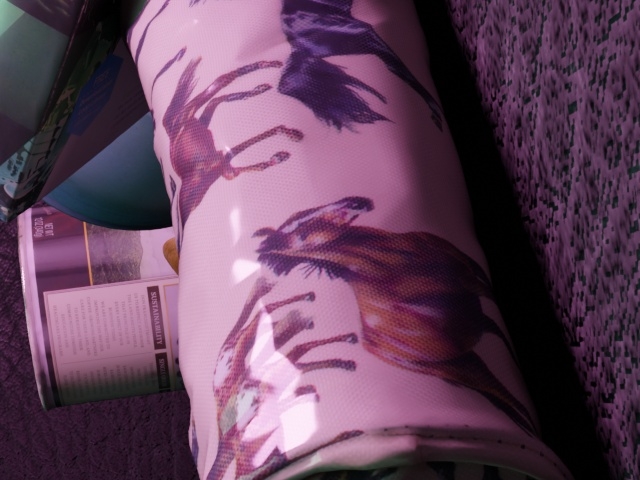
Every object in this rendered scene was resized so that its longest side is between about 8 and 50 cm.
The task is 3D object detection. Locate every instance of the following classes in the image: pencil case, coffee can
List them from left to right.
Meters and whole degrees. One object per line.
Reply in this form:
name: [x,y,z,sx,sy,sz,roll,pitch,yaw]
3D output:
coffee can: [-0.146,0.050,1.659,0.201,0.275,0.201,172,90,-83]
pencil case: [0.000,0.000,0.807,0.183,0.160,0.410,92,169,-45]

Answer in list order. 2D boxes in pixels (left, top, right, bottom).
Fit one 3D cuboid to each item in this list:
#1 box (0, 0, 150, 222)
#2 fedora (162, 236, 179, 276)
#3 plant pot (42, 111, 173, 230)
box: [-0.099,-0.188,0.968,0.322,0.058,0.232,-66,-8,32]
fedora: [-0.030,0.024,1.322,0.079,0.194,0.194,-61,-5,-17]
plant pot: [-0.114,-0.151,1.295,0.255,0.271,0.271,170,93,-70]
